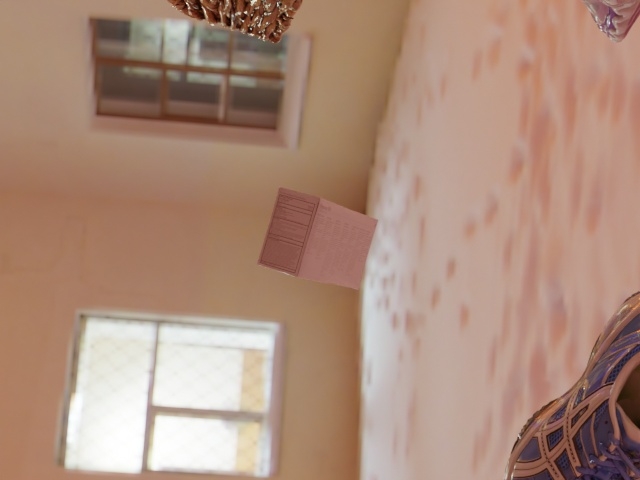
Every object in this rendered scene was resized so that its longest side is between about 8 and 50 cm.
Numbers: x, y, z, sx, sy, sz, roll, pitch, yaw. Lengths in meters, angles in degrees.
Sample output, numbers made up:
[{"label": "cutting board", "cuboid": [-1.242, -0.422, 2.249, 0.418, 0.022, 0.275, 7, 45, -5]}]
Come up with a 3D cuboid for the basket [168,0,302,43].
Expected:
[{"label": "basket", "cuboid": [-0.110, -0.407, 1.595, 0.213, 0.223, 0.299, 134, 148, -67]}]

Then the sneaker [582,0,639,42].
[{"label": "sneaker", "cuboid": [0.291, -0.281, 1.410, 0.095, 0.104, 0.236, -60, -17, 2]}]

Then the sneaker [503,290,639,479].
[{"label": "sneaker", "cuboid": [0.177, 0.128, 0.866, 0.081, 0.080, 0.211, -73, 7, -76]}]

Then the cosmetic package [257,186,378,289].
[{"label": "cosmetic package", "cuboid": [0.000, 0.000, 1.685, 0.239, 0.060, 0.099, 18, -90, -70]}]
